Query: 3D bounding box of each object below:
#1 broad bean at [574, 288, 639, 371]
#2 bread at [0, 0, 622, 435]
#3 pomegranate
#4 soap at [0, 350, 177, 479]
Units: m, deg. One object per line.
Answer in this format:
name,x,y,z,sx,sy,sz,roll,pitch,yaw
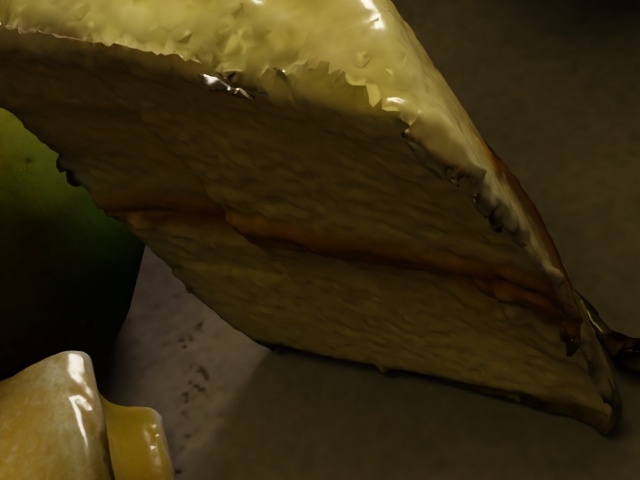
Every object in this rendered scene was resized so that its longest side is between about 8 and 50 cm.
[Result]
broad bean,0.190,-0.048,0.404,0.098,0.056,0.318,51,128,15
bread,0.000,0.000,0.450,0.135,0.240,0.178,-37,47,3
pomegranate,-0.164,-0.017,0.621,0.180,0.180,0.210,-14,23,21
soap,-0.118,0.195,0.486,0.173,0.089,0.274,-31,47,9
